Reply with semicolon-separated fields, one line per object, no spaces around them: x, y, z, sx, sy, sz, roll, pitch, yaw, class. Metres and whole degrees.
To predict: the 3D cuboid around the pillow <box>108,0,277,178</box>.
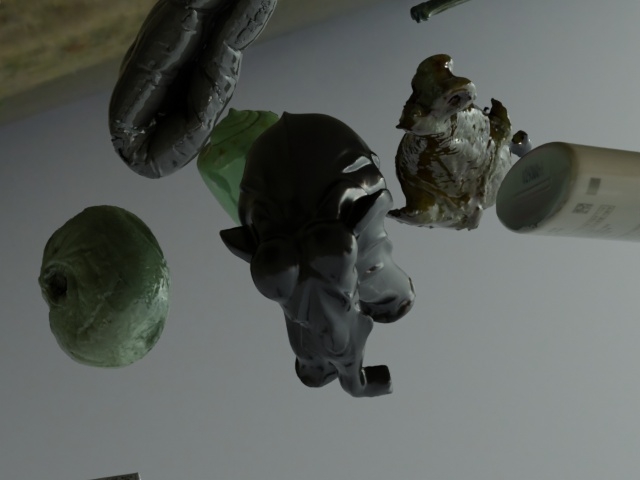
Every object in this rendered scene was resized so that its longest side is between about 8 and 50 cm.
-0.080;-0.220;0.881;0.326;0.101;0.228;-52;-163;11;pillow

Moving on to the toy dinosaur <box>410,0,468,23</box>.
0.241;-0.314;0.988;0.147;0.076;0.363;20;-121;40;toy dinosaur

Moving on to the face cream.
0.363;-0.035;0.976;0.348;0.081;0.173;5;169;-12;face cream

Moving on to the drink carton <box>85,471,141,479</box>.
-0.324;0.462;1.496;0.134;0.222;0.102;-8;-142;-14;drink carton

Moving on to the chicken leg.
0.151;-0.111;1.308;0.140;0.211;0.361;35;-171;26;chicken leg

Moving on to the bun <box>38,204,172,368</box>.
-0.293;0.063;1.327;0.221;0.221;0.108;-11;167;31;bun

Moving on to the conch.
-0.064;-0.078;1.372;0.137;0.250;0.143;-19;-141;33;conch

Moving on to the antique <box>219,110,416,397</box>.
0.000;0.000;1.137;0.185;0.255;0.322;-14;-126;6;antique
